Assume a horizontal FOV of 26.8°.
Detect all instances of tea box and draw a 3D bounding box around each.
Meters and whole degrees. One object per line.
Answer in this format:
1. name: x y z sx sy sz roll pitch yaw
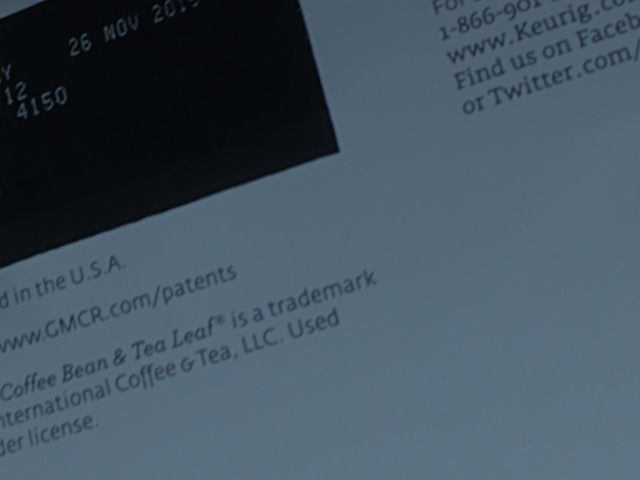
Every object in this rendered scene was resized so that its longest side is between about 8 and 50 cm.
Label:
1. tea box: 0.080 0.019 0.461 0.329 0.220 0.323 -18 166 13
